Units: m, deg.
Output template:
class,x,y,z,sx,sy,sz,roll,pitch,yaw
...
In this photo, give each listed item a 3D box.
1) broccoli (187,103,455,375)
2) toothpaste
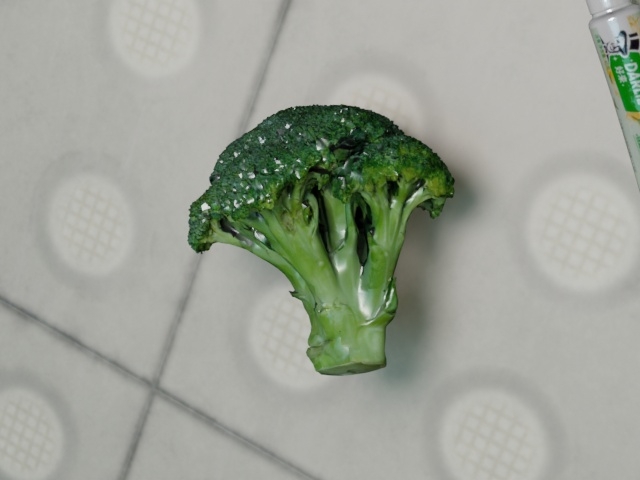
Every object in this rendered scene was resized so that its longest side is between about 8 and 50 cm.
class,x,y,z,sx,sy,sz,roll,pitch,yaw
broccoli,0.000,0.000,1.629,0.254,0.269,0.269,-10,95,-7
toothpaste,0.308,-0.104,1.562,0.058,0.056,0.314,-12,99,68
